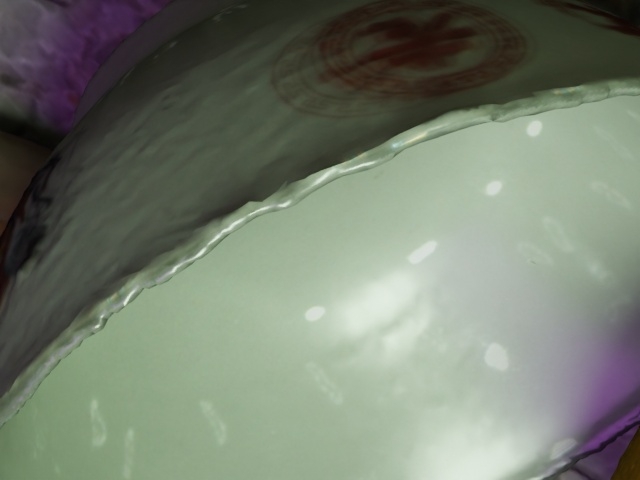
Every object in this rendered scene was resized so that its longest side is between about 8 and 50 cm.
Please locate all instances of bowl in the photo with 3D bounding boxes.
[{"bbox_3d":[0.000,0.000,0.591,0.158,0.337,0.337,63,142,28],"label":"bowl"}]

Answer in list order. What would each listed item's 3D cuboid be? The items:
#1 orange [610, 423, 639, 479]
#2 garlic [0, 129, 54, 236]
[{"bbox_3d":[0.221,0.139,0.561,0.264,0.264,0.264,14,131,16],"label":"orange"},{"bbox_3d":[-0.132,0.027,0.770,0.318,0.112,0.143,19,131,-3],"label":"garlic"}]
